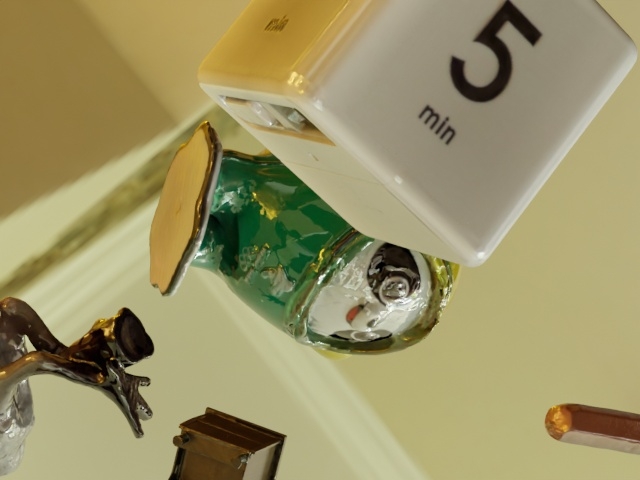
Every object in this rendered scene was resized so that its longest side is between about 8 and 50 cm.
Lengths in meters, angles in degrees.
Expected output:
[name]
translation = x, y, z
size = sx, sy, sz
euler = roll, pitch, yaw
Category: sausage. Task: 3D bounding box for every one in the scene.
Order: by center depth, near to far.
[sausage]
translation = 0.235, 0.151, 1.464
size = 0.147, 0.030, 0.035
euler = 15, -106, -33

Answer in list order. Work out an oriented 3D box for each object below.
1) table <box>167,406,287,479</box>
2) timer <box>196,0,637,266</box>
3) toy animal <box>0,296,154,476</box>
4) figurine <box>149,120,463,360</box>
[table]
translation = -0.091, 0.203, 1.678
size = 0.083, 0.070, 0.082
euler = 18, -169, 19
[timer]
translation = 0.064, -0.121, 1.283
size = 0.194, 0.195, 0.192
euler = 43, 170, -23
[toy animal]
translation = -0.277, 0.143, 1.546
size = 0.195, 0.324, 0.090
euler = 42, -142, -11
[figurine]
translation = 0.000, 0.000, 2.047
size = 0.340, 0.324, 0.231
euler = 16, -141, -20
